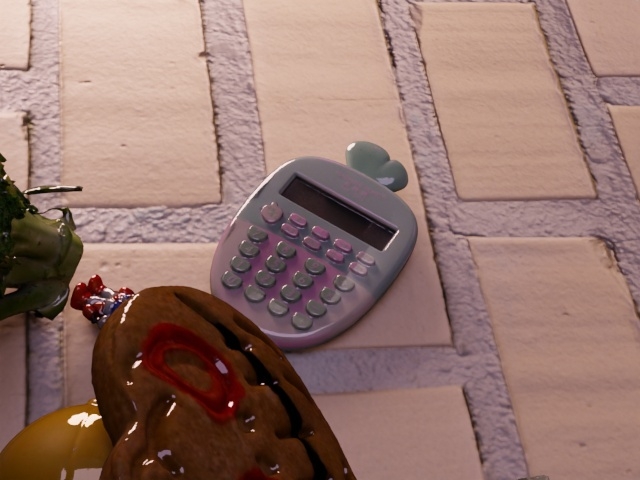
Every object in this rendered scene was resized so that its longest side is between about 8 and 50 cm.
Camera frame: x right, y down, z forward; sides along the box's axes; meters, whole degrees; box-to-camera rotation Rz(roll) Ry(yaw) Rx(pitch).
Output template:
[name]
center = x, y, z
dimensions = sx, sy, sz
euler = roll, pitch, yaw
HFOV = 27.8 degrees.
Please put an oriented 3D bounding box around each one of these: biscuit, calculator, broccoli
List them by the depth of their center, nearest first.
[biscuit]
center = -0.069, 0.194, 1.091
dimensions = 0.314, 0.063, 0.367
euler = 10, 48, -59
[broccoli]
center = -0.364, -0.015, 1.222
dimensions = 0.283, 0.304, 0.321
euler = 12, 44, -42
[calculator]
center = 0.000, 0.000, 1.400
dimensions = 0.185, 0.041, 0.299
euler = 28, 54, 12

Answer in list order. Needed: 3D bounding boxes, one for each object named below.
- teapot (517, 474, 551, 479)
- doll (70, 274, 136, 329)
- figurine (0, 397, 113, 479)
[teapot]
center = 0.218, 0.337, 1.112
dimensions = 0.193, 0.129, 0.294
euler = -4, 50, -14
[doll]
center = -0.157, 0.090, 1.285
dimensions = 0.195, 0.062, 0.104
euler = 26, 8, 17
[figurine]
center = -0.199, 0.258, 1.072
dimensions = 0.192, 0.167, 0.257
euler = 14, 51, -17
